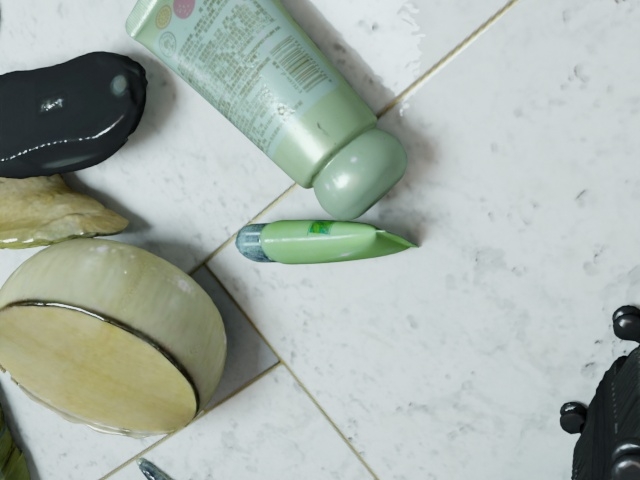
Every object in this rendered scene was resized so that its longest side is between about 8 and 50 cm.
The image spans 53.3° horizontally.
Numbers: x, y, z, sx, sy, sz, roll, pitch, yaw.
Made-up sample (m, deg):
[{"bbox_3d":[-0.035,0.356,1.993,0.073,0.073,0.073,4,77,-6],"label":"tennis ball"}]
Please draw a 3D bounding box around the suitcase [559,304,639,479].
[{"bbox_3d":[0.358,0.220,0.476,0.335,0.229,0.152,23,119,14],"label":"suitcase"}]

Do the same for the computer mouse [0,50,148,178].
[{"bbox_3d":[-0.271,-0.135,0.688,0.217,0.073,0.121,-7,75,17],"label":"computer mouse"}]

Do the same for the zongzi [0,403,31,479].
[{"bbox_3d":[-0.567,0.353,0.980,0.251,0.125,0.274,-8,112,24],"label":"zongzi"}]

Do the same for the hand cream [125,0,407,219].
[{"bbox_3d":[-0.051,-0.149,0.592,0.306,0.093,0.147,46,119,3],"label":"hand cream"}]

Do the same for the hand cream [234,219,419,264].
[{"bbox_3d":[0.000,0.000,0.636,0.175,0.095,0.045,-4,78,27],"label":"hand cream"}]

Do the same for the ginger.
[{"bbox_3d":[-0.314,-0.046,0.742,0.193,0.115,0.122,0,78,0],"label":"ginger"}]

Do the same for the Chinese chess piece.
[{"bbox_3d":[-0.233,0.114,0.713,0.258,0.104,0.257,8,133,9],"label":"Chinese chess piece"}]

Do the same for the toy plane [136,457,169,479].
[{"bbox_3d":[-0.160,0.382,0.839,0.262,0.088,0.192,37,91,9],"label":"toy plane"}]
